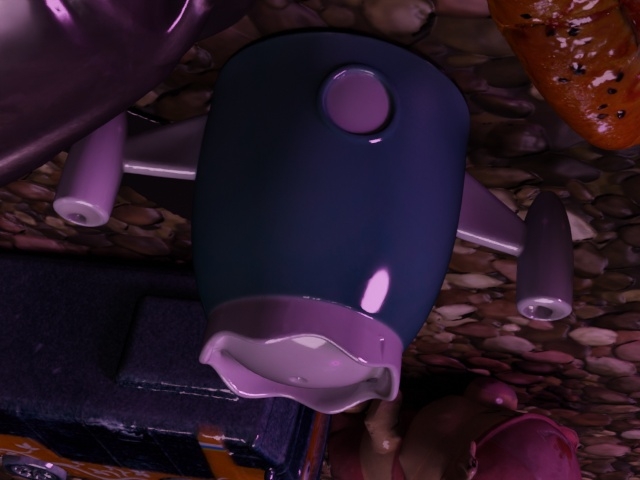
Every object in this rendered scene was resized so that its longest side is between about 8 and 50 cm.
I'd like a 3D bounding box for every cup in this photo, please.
[{"bbox_3d":[0.000,0.000,0.619,0.299,0.173,0.167,11,154,-5],"label":"cup"}]

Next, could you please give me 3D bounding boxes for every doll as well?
[{"bbox_3d":[0.128,0.203,1.006,0.196,0.152,0.256,-10,-172,-41],"label":"doll"}]

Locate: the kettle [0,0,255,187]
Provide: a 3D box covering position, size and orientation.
[{"bbox_3d":[-0.178,-0.108,0.456,0.324,0.228,0.321,-5,176,18],"label":"kettle"}]

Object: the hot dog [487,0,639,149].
[{"bbox_3d":[0.136,-0.121,0.448,0.144,0.075,0.268,-6,152,22],"label":"hot dog"}]

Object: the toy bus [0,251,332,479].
[{"bbox_3d":[-0.160,0.117,0.916,0.323,0.162,0.194,5,150,12],"label":"toy bus"}]

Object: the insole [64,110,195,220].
[{"bbox_3d":[-0.125,-0.060,0.725,0.322,0.007,0.109,25,148,-28],"label":"insole"}]
